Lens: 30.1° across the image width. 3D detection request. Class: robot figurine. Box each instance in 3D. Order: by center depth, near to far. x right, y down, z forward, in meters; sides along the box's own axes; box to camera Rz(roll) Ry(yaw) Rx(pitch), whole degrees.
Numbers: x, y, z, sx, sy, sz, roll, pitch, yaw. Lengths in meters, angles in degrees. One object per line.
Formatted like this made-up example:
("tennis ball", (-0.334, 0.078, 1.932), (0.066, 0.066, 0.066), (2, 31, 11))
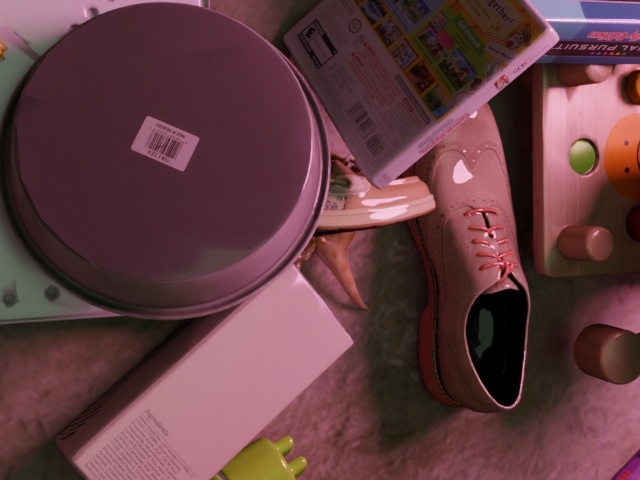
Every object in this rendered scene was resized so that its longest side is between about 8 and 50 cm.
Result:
("robot figurine", (-0.070, 0.239, 1.172), (0.115, 0.067, 0.101), (-29, 75, -18))

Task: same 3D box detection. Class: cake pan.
("cake pan", (-0.133, -0.079, 1.027), (0.293, 0.054, 0.293), (2, 74, -6))

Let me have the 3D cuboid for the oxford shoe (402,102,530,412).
("oxford shoe", (0.168, 0.006, 1.223), (0.123, 0.130, 0.348), (-9, 96, -21))

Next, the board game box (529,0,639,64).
("board game box", (0.253, -0.341, 1.202), (0.253, 0.079, 0.336), (-2, 69, -21))

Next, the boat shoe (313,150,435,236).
("boat shoe", (-0.025, -0.048, 1.109), (0.285, 0.104, 0.089), (-4, 87, -23))

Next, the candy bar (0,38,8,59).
("candy bar", (-0.320, -0.225, 1.025), (0.040, 0.018, 0.162), (-28, 102, -15))

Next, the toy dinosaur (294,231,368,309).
("toy dinosaur", (0.000, 0.000, 1.198), (0.092, 0.053, 0.183), (-22, 100, -21))

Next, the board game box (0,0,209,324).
("board game box", (-0.291, -0.121, 1.078), (0.389, 0.050, 0.390), (-3, 94, -22))

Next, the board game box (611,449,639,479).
("board game box", (0.450, 0.311, 1.397), (0.347, 0.056, 0.208), (-41, 110, -16))

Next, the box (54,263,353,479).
("box", (-0.111, 0.143, 1.138), (0.275, 0.094, 0.113), (-41, 106, -16))

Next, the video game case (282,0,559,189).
("video game case", (0.083, -0.187, 1.105), (0.206, 0.227, 0.026), (-40, 139, 14))

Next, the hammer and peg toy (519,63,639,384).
("hammer and peg toy", (0.346, -0.038, 1.296), (0.265, 0.127, 0.361), (-3, 94, -24))
